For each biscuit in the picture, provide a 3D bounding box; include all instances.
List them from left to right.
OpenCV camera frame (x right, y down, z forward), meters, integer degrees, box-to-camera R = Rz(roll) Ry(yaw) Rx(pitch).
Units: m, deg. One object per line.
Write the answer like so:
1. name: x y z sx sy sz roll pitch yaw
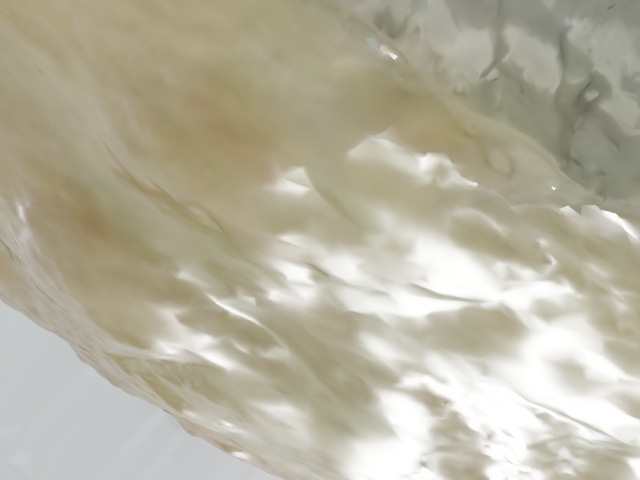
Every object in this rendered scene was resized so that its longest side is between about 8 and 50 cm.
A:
1. biscuit: 0.000 0.001 0.548 0.429 0.104 0.446 38 151 -20
